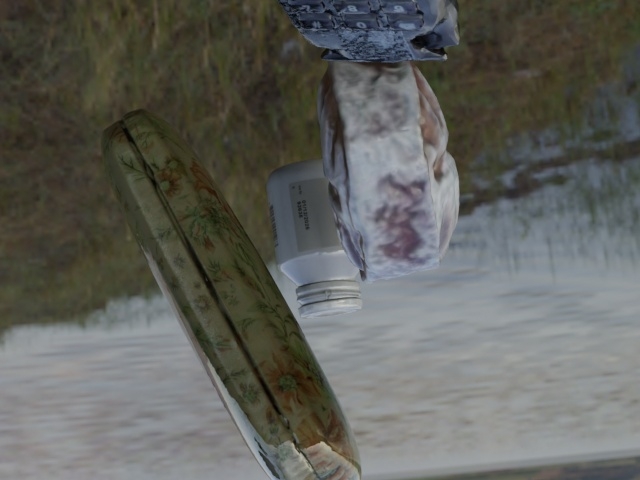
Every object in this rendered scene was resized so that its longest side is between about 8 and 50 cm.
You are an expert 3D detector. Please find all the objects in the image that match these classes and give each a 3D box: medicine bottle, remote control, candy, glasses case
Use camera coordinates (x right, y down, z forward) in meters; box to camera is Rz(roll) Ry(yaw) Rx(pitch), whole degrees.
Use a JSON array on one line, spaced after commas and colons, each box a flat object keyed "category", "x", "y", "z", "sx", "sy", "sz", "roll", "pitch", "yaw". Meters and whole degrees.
[{"category": "medicine bottle", "x": 0.000, "y": 0.000, "z": 1.652, "sx": 0.135, "sy": 0.215, "sz": 0.135, "roll": -8, "pitch": 171, "yaw": -1}, {"category": "remote control", "x": 0.005, "y": -0.225, "z": 0.753, "sx": 0.145, "sy": 0.062, "sz": 0.399, "roll": 3, "pitch": 163, "yaw": 18}, {"category": "candy", "x": 0.082, "y": -0.090, "z": 1.368, "sx": 0.157, "sy": 0.289, "sz": 0.214, "roll": -10, "pitch": -153, "yaw": 2}, {"category": "glasses case", "x": -0.088, "y": 0.057, "z": 1.080, "sx": 0.098, "sy": 0.425, "sz": 0.156, "roll": -31, "pitch": 157, "yaw": 0}]
